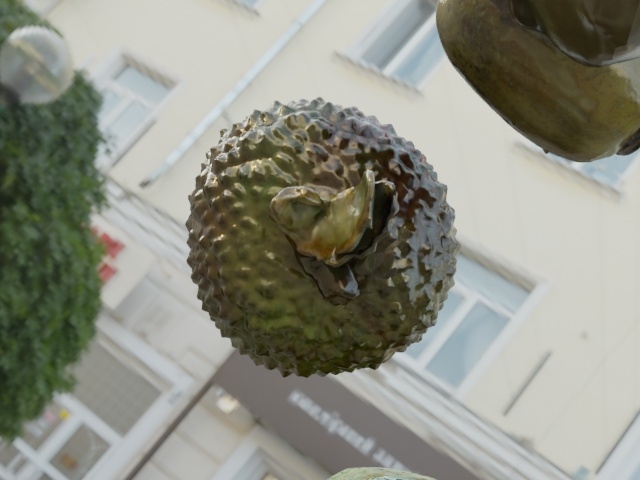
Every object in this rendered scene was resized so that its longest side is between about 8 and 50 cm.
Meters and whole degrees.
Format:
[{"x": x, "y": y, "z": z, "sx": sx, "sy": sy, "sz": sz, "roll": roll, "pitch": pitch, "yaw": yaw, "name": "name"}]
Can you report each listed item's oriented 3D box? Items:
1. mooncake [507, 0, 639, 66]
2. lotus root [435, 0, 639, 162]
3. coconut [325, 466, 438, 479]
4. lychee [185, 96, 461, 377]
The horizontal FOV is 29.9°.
[{"x": 0.187, "y": -0.256, "z": 0.778, "sx": 0.284, "sy": 0.155, "sz": 0.285, "roll": 162, "pitch": -90, "yaw": -86, "name": "mooncake"}, {"x": 0.171, "y": -0.179, "z": 1.004, "sx": 0.278, "sy": 0.154, "sz": 0.154, "roll": 47, "pitch": -17, "yaw": 3, "name": "lotus root"}, {"x": 0.077, "y": 0.402, "z": 1.215, "sx": 0.328, "sy": 0.281, "sz": 0.328, "roll": 51, "pitch": 15, "yaw": -19, "name": "coconut"}, {"x": 0.001, "y": -0.001, "z": 1.126, "sx": 0.270, "sy": 0.270, "sz": 0.320, "roll": 44, "pitch": 23, "yaw": -12, "name": "lychee"}]
